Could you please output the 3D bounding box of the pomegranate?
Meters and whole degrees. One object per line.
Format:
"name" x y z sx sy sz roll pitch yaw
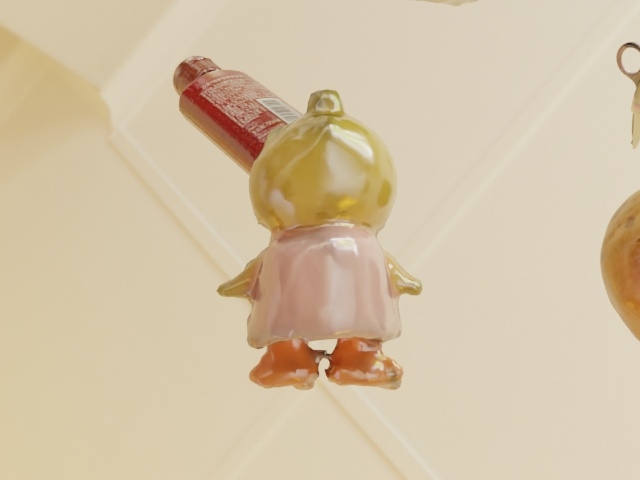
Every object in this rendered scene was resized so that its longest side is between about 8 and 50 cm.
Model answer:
"pomegranate" 0.407 0.027 1.131 0.215 0.215 0.215 -14 -118 29

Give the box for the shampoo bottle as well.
"shampoo bottle" -0.106 -0.165 1.461 0.118 0.076 0.314 -24 -143 -21

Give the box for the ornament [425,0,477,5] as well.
"ornament" 0.115 -0.427 1.164 0.337 0.337 0.337 -14 -118 29

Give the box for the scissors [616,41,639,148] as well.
"scissors" 0.398 -0.172 1.345 0.085 0.176 0.022 25 -117 22

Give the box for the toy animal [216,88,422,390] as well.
"toy animal" 0.000 -0.003 1.032 0.195 0.169 0.281 1 -105 -2
